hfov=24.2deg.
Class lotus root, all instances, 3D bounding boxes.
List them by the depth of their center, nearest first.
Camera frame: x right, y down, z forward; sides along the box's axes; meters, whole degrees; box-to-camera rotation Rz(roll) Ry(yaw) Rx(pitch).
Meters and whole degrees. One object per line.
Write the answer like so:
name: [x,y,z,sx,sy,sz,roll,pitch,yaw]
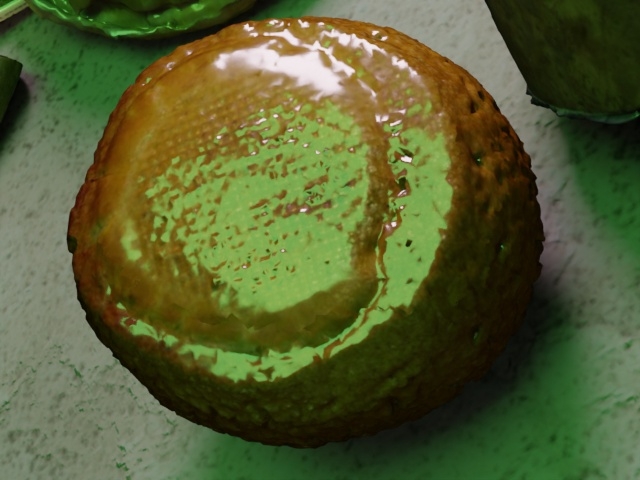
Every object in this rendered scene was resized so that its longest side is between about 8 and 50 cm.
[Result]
lotus root: [0.206,-0.220,0.948,0.272,0.192,0.272,-27,21,11]

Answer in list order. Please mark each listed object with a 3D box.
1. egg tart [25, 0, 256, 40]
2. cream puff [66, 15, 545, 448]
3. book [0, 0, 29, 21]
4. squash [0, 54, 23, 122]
egg tart: [-0.154,-0.355,1.220,0.388,0.169,0.388,-1,88,25]
cream puff: [0.000,0.000,0.985,0.303,0.212,0.303,-7,67,17]
book: [-0.416,-0.239,1.410,0.322,0.018,0.228,-28,55,1]
squash: [-0.319,-0.101,1.299,0.105,0.105,0.132,7,90,32]
